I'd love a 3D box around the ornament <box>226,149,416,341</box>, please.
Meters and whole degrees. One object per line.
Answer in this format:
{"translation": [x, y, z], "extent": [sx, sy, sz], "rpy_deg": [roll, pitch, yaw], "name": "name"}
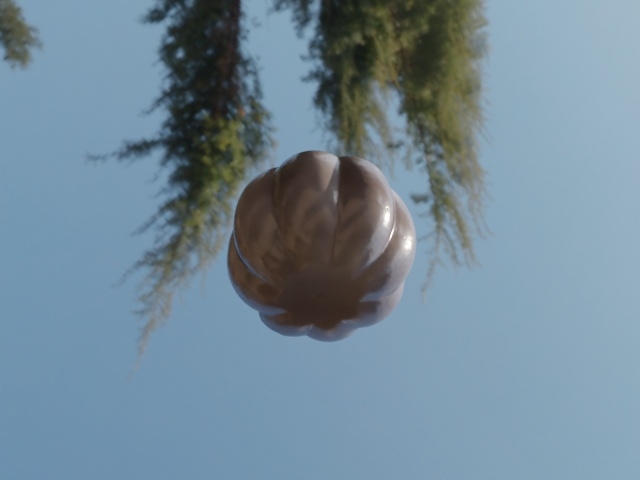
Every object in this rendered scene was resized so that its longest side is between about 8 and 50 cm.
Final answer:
{"translation": [0.000, 0.000, 1.045], "extent": [0.177, 0.177, 0.177], "rpy_deg": [-13, -128, 18], "name": "ornament"}
